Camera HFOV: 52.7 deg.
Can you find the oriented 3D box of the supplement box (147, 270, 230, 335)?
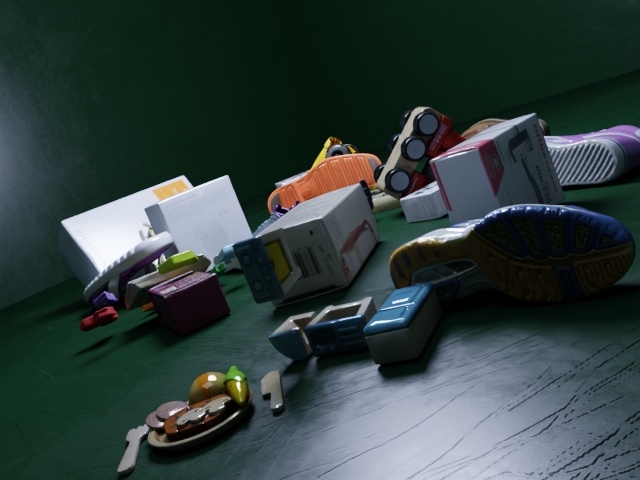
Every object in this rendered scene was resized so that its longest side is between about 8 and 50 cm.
[{"bbox_3d":[-0.256,0.115,1.239,0.104,0.081,0.188,-25,10,-22],"label":"supplement box"}]

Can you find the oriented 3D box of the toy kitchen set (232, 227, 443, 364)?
[{"bbox_3d":[0.009,0.055,0.755,0.207,0.166,0.122,-16,10,27],"label":"toy kitchen set"}]

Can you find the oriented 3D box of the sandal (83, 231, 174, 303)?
[{"bbox_3d":[-0.523,0.109,1.756,0.169,0.102,0.416,-29,-4,-45],"label":"sandal"}]

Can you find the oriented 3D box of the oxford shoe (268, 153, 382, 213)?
[{"bbox_3d":[0.024,-0.162,1.853,0.363,0.130,0.133,-18,2,27],"label":"oxford shoe"}]

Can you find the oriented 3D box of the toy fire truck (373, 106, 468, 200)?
[{"bbox_3d":[0.274,-0.173,1.535,0.217,0.246,0.158,-64,16,6],"label":"toy fire truck"}]

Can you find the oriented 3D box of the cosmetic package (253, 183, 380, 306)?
[{"bbox_3d":[0.000,0.000,1.199,0.153,0.129,0.296,-19,10,21],"label":"cosmetic package"}]

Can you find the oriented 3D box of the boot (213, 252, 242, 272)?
[{"bbox_3d":[-0.190,0.030,1.603,0.086,0.069,0.190,-31,12,-35],"label":"boot"}]

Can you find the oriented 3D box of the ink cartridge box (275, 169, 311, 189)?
[{"bbox_3d":[-0.049,-0.173,2.261,0.176,0.127,0.128,-24,10,-13],"label":"ink cartridge box"}]

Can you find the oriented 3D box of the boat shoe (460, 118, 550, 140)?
[{"bbox_3d":[0.475,-0.278,1.782,0.104,0.111,0.307,-25,10,-30],"label":"boat shoe"}]

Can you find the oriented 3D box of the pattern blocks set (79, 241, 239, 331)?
[{"bbox_3d":[-0.331,0.090,1.373,0.325,0.026,0.285,-18,-16,-41],"label":"pattern blocks set"}]

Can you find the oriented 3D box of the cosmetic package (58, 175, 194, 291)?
[{"bbox_3d":[-0.572,-0.017,2.074,0.453,0.230,0.161,-30,-20,-39],"label":"cosmetic package"}]

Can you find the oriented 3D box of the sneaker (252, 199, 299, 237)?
[{"bbox_3d":[-0.128,-0.051,1.841,0.223,0.098,0.083,-14,11,32],"label":"sneaker"}]

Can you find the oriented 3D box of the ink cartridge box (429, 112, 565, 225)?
[{"bbox_3d":[0.285,-0.094,1.019,0.092,0.158,0.218,-14,12,43],"label":"ink cartridge box"}]

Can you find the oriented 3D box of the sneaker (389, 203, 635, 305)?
[{"bbox_3d":[0.223,0.005,0.760,0.296,0.112,0.131,-8,12,45],"label":"sneaker"}]

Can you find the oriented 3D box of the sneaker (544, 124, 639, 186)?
[{"bbox_3d":[0.473,-0.157,1.196,0.161,0.102,0.282,-22,20,-28],"label":"sneaker"}]

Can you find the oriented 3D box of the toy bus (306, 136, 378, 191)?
[{"bbox_3d":[0.064,-0.175,1.970,0.211,0.220,0.149,-51,-7,14],"label":"toy bus"}]

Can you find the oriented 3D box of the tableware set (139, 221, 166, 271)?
[{"bbox_3d":[-0.460,0.010,1.947,0.128,0.194,0.039,-22,-26,-20],"label":"tableware set"}]

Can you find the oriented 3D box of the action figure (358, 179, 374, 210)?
[{"bbox_3d":[0.006,-0.062,1.636,0.285,0.099,0.185,-15,16,47],"label":"action figure"}]

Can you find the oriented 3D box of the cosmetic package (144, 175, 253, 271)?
[{"bbox_3d":[-0.336,-0.035,1.813,0.224,0.225,0.138,-26,11,-30],"label":"cosmetic package"}]

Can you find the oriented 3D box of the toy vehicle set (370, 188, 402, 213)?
[{"bbox_3d":[0.148,-0.107,1.752,0.267,0.035,0.166,-14,12,36],"label":"toy vehicle set"}]

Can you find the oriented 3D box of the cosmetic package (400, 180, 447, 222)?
[{"bbox_3d":[0.292,-0.113,1.412,0.239,0.060,0.099,-28,13,-35],"label":"cosmetic package"}]

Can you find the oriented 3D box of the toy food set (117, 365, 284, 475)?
[{"bbox_3d":[-0.137,0.186,0.720,0.192,0.038,0.132,-22,10,-5],"label":"toy food set"}]
